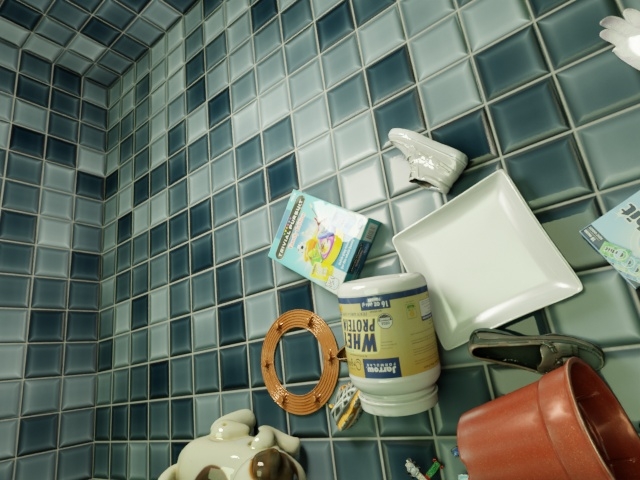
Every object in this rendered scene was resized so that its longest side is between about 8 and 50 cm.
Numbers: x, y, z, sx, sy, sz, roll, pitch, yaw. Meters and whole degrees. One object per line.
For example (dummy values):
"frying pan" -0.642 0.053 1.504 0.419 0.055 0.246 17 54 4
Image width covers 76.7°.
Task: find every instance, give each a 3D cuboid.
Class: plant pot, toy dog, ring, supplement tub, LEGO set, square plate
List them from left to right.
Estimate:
"toy dog" -0.214 0.668 1.160 0.408 0.396 0.284 -8 66 46
"ring" -0.081 0.397 1.334 0.337 0.032 0.335 -10 73 36
"supplement tub" 0.174 0.250 1.021 0.229 0.228 0.315 -12 85 36
"LEGO set" 0.301 0.625 0.971 0.183 0.060 0.243 -11 66 25
"square plate" 0.394 0.051 1.026 0.347 0.049 0.343 -35 61 27
"plant pot" 0.437 0.405 0.793 0.265 0.273 0.272 -38 59 35

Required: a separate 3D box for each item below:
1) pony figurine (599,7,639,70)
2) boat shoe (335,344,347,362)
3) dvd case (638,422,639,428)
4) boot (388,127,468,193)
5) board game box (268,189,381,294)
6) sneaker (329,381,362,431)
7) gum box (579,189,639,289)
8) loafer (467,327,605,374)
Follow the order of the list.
"pony figurine" 0.753 -0.406 0.735 0.364 0.303 0.350 -31 71 12
"boat shoe" 0.118 0.309 1.177 0.178 0.060 0.064 -37 60 26
"dvd case" 0.746 0.344 0.703 0.253 0.022 0.180 35 101 38
"boot" 0.275 -0.225 1.148 0.258 0.095 0.123 34 94 37
"board game box" 0.000 0.000 1.326 0.336 0.079 0.253 24 95 39
"sneaker" 0.091 0.441 1.158 0.083 0.084 0.214 42 107 41
"gum box" 0.672 -0.015 0.827 0.184 0.041 0.156 -43 58 24
"loafer" 0.460 0.254 0.882 0.268 0.084 0.096 1 99 29
